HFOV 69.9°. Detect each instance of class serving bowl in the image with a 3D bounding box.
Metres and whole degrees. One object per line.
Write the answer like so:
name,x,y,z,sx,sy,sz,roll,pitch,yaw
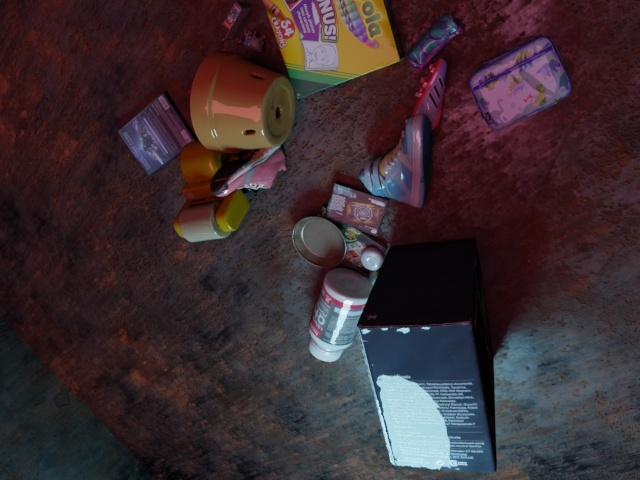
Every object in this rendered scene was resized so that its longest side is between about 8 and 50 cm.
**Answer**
serving bowl,0.171,0.065,1.531,0.083,0.027,0.083,8,116,17

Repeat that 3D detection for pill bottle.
pill bottle,0.059,0.270,1.618,0.176,0.176,0.318,23,120,10

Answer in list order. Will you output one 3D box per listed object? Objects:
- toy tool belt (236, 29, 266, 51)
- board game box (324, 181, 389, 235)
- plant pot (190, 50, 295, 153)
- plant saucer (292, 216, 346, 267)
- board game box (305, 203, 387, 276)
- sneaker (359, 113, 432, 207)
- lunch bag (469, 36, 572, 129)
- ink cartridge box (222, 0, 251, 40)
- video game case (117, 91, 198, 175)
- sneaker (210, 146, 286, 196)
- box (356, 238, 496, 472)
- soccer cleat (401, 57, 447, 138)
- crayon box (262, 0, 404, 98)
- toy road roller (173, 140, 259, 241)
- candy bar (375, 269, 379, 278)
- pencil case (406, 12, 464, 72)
toy tool belt,-0.209,-0.608,1.383,0.083,0.052,0.051,20,89,8
board game box,0.117,-0.103,1.488,0.186,0.026,0.126,20,109,8
plant pot,-0.205,-0.385,1.332,0.203,0.291,0.291,15,119,20
plant saucer,0.000,0.000,1.558,0.198,0.036,0.199,12,124,19
board game box,0.087,0.001,1.566,0.259,0.030,0.136,35,124,3
sneaker,0.205,-0.225,1.306,0.208,0.127,0.319,13,143,19
lunch bag,0.505,-0.401,1.174,0.219,0.090,0.176,-22,102,28
ink cartridge box,-0.258,-0.654,1.365,0.029,0.063,0.115,43,122,-3
video game case,-0.591,-0.378,1.653,0.274,0.026,0.196,-25,103,30
sneaker,-0.204,-0.206,1.426,0.116,0.314,0.136,1,127,42
box,0.339,0.311,1.350,0.297,0.480,0.472,-8,111,23
soccer cleat,0.306,-0.376,1.275,0.095,0.083,0.248,17,121,-4
crayon box,0.025,-0.618,1.246,0.313,0.106,0.363,-12,109,26
toy road roller,-0.364,-0.178,1.486,0.202,0.329,0.240,-7,133,25
candy bar,0.197,0.130,1.512,0.018,0.161,0.040,-12,99,4
pencil case,0.301,-0.522,1.207,0.151,0.064,0.070,-41,53,33
